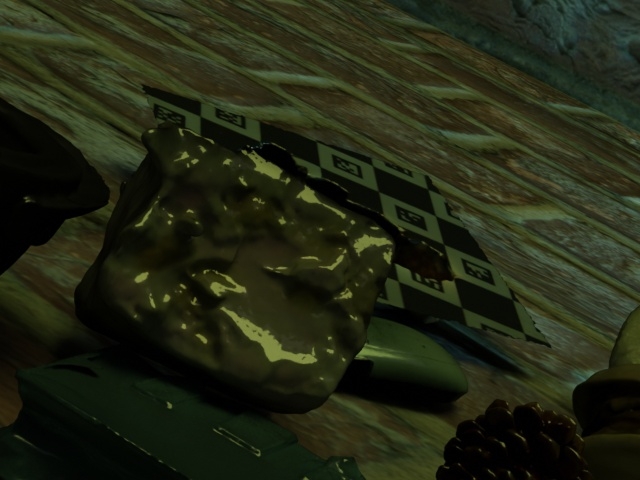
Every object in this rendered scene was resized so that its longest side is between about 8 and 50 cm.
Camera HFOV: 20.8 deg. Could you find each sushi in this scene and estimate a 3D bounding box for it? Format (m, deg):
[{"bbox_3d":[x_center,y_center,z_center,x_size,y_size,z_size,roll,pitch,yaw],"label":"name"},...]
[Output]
[{"bbox_3d":[0.000,0.000,1.582,0.339,0.069,0.320,15,25,-29],"label":"sushi"}]

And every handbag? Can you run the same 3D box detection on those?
[{"bbox_3d":[-0.062,0.137,0.993,0.229,0.062,0.179,27,12,16],"label":"handbag"}]

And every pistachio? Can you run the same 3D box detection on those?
[{"bbox_3d":[0.268,0.161,1.224,0.206,0.131,0.129,15,49,21],"label":"pistachio"}]

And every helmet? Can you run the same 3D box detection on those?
[{"bbox_3d":[-0.282,-0.038,1.073,0.279,0.160,0.230,27,8,-36],"label":"helmet"}]

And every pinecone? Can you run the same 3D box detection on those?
[{"bbox_3d":[0.122,0.161,1.136,0.102,0.102,0.109,30,44,23],"label":"pinecone"}]

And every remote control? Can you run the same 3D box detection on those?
[{"bbox_3d":[0.003,0.076,1.330,0.256,0.045,0.097,13,17,-25],"label":"remote control"}]

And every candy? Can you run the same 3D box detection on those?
[{"bbox_3d":[-0.065,0.022,1.129,0.185,0.137,0.195,29,-12,-10],"label":"candy"}]

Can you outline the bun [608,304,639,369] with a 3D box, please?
[{"bbox_3d":[0.339,0.138,1.443,0.231,0.133,0.231,6,36,-4],"label":"bun"}]
